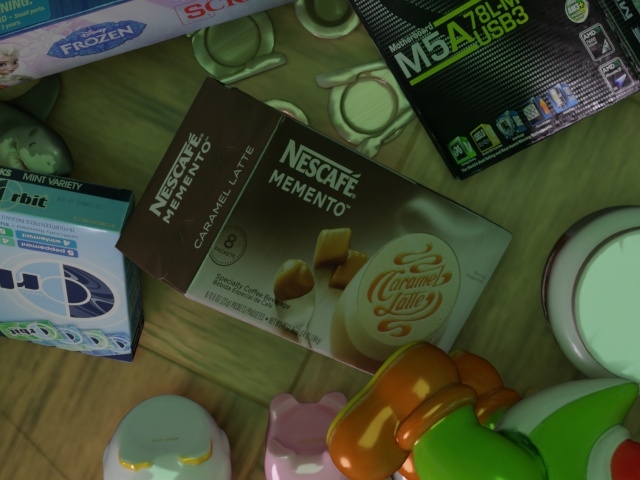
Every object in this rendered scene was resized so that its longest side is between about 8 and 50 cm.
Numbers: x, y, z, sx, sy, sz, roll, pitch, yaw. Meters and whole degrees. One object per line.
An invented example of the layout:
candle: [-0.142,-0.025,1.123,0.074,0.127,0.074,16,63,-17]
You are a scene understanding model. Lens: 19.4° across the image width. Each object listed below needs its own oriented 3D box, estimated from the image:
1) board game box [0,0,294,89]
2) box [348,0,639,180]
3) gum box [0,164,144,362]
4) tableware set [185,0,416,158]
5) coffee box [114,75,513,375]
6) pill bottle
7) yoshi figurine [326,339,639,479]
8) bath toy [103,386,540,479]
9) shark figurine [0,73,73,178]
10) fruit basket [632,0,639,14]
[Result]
board game box: [-0.154,-0.285,1.348,0.319,0.066,0.318,-17,63,5]
box: [0.127,-0.159,1.347,0.191,0.045,0.184,-26,98,41]
gum box: [-0.212,0.015,1.373,0.157,0.184,0.041,11,58,4]
tableware set: [-0.015,-0.130,1.428,0.141,0.020,0.168,-24,89,5]
coffee box: [0.000,0.000,1.321,0.246,0.098,0.141,26,94,-41]
pill bottle: [0.222,0.041,1.307,0.131,0.229,0.131,0,91,5]
yoshi figurine: [0.163,0.235,1.189,0.203,0.203,0.362,-37,61,-28]
bath toy: [0.013,0.193,1.388,0.348,0.151,0.129,0,129,5]
shark figurine: [-0.264,-0.117,1.428,0.278,0.166,0.116,38,68,20]
fruit basket: [0.265,-0.324,1.354,0.327,0.165,0.353,-21,105,6]
